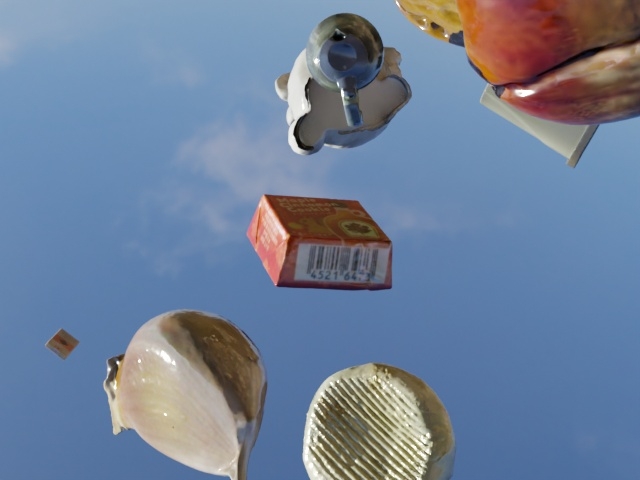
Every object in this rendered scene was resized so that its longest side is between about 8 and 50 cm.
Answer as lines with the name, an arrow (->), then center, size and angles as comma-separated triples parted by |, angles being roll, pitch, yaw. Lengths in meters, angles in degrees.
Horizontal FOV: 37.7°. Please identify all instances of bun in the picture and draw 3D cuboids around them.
bun -> 0.072, 0.226, 1.073 | 0.183, 0.183, 0.102 | 30, -175, 26

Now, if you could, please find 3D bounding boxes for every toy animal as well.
toy animal -> 0.025, -0.261, 1.668 | 0.194, 0.258, 0.357 | 59, 175, -9

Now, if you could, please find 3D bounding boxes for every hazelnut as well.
hazelnut -> 0.337, -0.321, 1.202 | 0.372, 0.315, 0.372 | 37, 174, 5

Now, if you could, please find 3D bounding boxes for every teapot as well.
teapot -> 0.026, -0.239, 1.297 | 0.111, 0.149, 0.108 | 18, -163, -1

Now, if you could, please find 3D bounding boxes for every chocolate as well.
chocolate -> 0.000, 0.000, 1.798 | 0.237, 0.108, 0.235 | 2, -156, -19

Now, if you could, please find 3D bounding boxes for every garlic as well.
garlic -> -0.104, 0.150, 0.894 | 0.128, 0.148, 0.266 | -20, -154, -29

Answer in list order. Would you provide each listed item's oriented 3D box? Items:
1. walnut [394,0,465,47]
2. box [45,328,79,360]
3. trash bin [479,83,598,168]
walnut -> 0.288, -0.519, 1.754 | 0.398, 0.308, 0.354 | 35, -172, 31
box -> -0.486, 0.195, 1.768 | 0.046, 0.012, 0.083 | 40, -169, -7
trash bin -> 0.500, -0.319, 2.033 | 0.250, 0.220, 0.219 | 30, -153, 12
